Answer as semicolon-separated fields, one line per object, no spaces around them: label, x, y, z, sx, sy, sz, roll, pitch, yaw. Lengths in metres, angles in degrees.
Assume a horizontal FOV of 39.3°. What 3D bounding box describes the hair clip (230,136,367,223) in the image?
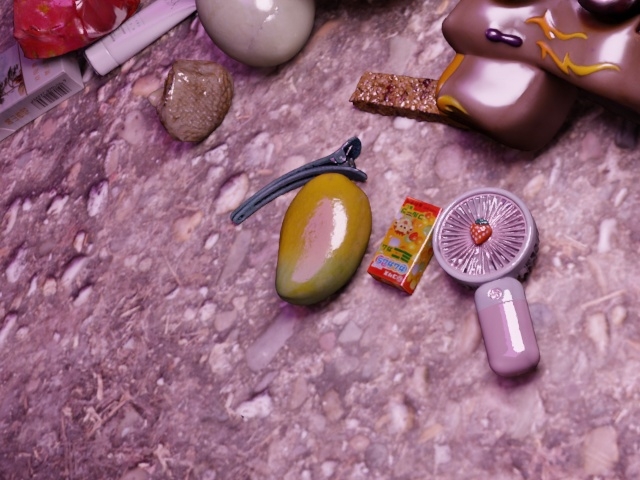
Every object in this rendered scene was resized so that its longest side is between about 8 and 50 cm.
hair clip;-0.037;-0.081;1.337;0.230;0.039;0.070;-22;57;23

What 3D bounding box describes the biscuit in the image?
biscuit;0.138;-0.206;1.299;0.199;0.034;0.064;17;76;32

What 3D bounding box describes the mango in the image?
mango;0.000;0.000;1.233;0.130;0.092;0.194;25;75;23

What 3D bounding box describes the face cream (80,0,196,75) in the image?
face cream;-0.316;-0.386;1.622;0.244;0.058;0.092;-35;49;2

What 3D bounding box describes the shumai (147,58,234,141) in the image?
shumai;-0.224;-0.230;1.451;0.116;0.145;0.145;23;79;41

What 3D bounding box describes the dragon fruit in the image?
dragon fruit;-0.428;-0.439;1.614;0.189;0.163;0.262;35;61;21

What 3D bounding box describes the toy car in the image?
toy car;0.302;-0.219;1.101;0.341;0.271;0.240;28;100;35

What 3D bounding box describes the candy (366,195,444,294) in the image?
candy;0.119;0.005;1.203;0.062;0.038;0.122;23;79;35

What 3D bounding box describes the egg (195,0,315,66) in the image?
egg;-0.103;-0.380;1.419;0.187;0.186;0.253;-34;57;10

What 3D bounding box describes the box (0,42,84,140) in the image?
box;-0.571;-0.297;1.707;0.233;0.067;0.149;-29;54;13

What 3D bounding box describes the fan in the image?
fan;0.217;0.050;1.106;0.130;0.074;0.244;-19;59;18
